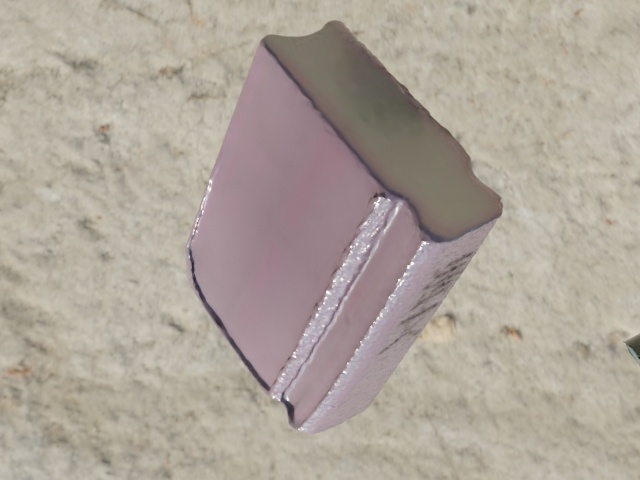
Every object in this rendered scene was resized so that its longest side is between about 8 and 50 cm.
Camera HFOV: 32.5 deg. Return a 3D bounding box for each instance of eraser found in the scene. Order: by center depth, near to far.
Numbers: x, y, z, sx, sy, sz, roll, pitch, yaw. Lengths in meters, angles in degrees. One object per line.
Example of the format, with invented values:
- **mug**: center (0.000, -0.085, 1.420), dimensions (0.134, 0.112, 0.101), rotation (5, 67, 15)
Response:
- **eraser**: center (0.000, 0.000, 1.124), dimensions (0.272, 0.122, 0.359), rotation (51, 140, 19)

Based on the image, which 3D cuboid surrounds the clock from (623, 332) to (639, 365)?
- **clock**: center (0.241, 0.100, 0.760), dimensions (0.017, 0.085, 0.085), rotation (-36, 114, 7)
